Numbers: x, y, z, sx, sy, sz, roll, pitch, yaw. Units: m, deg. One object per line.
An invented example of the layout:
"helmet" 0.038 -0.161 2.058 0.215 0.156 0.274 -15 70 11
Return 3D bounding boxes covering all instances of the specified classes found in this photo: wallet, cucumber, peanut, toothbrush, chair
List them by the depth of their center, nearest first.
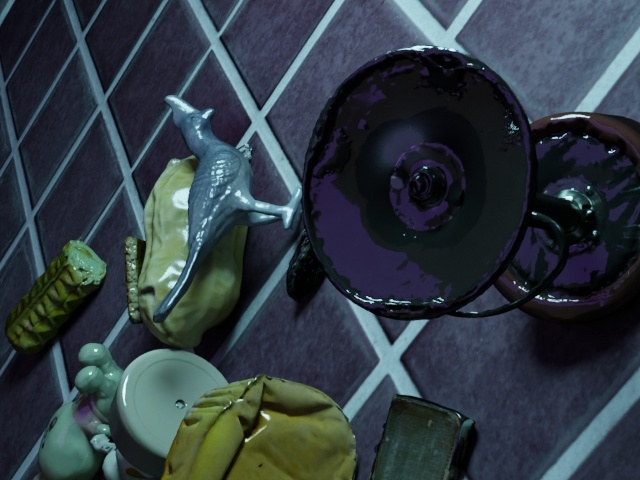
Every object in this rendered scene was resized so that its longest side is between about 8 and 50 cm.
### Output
"chair" 0.185 -0.035 1.159 0.227 0.401 0.226 -3 86 35
"wallet" 0.093 0.289 1.363 0.122 0.031 0.232 10 81 53
"cucumber" 0.000 0.000 1.675 0.053 0.053 0.181 32 100 58
"peanut" -0.182 0.013 1.830 0.174 0.158 0.339 99 171 -60
"toothbrush" -0.201 -0.090 2.053 0.288 0.024 0.026 -29 62 43

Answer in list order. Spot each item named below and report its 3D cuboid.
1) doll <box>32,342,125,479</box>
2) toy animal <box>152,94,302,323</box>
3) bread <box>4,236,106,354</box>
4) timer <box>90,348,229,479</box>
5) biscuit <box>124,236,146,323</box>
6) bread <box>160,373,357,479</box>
"doll" -0.371 0.302 1.976 0.275 0.113 0.155 -64 22 17
"toy animal" -0.123 -0.047 1.735 0.081 0.206 0.366 97 173 -59
"bread" -0.494 0.112 2.293 0.269 0.098 0.087 -45 -4 31
"timer" -0.247 0.291 1.770 0.266 0.175 0.175 -50 34 45
"biscuit" -0.269 0.064 1.900 0.231 0.025 0.131 74 -167 -85
"bread" -0.089 0.305 1.487 0.156 0.204 0.288 146 142 -66
